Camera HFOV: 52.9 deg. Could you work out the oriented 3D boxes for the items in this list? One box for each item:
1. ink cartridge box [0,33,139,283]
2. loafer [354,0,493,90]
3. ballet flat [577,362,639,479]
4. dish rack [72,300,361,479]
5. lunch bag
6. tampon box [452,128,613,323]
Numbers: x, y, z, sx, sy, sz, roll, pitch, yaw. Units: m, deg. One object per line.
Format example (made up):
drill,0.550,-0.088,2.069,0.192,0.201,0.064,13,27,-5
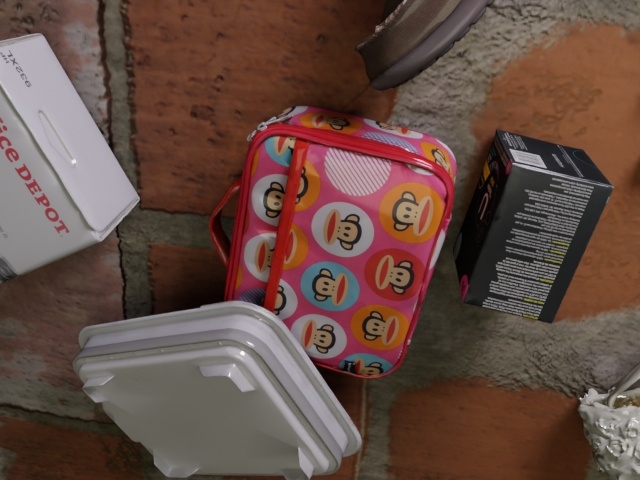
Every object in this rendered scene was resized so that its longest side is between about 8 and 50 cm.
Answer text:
ink cartridge box,-0.406,-0.065,0.737,0.308,0.129,0.223,-20,111,16
loafer,0.134,-0.303,0.567,0.130,0.134,0.365,35,105,-5
ballet flat,0.484,0.150,0.735,0.409,0.147,0.147,-35,107,20
dish rack,-0.144,0.214,0.809,0.333,0.072,0.285,-11,125,31
lunch bag,0.000,0.000,0.730,0.258,0.120,0.293,15,119,5
tampon box,0.216,-0.017,0.686,0.102,0.120,0.160,14,116,0
